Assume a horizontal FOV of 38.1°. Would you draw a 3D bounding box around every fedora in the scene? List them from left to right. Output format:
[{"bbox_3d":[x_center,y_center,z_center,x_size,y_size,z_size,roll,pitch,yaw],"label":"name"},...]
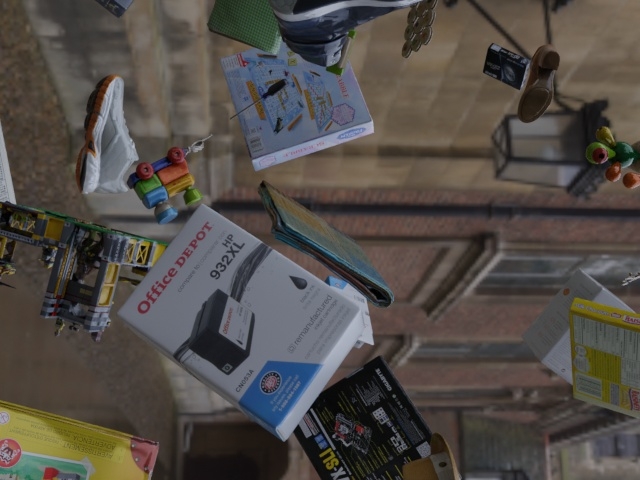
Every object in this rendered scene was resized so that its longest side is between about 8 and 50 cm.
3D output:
[{"bbox_3d":[0.168,0.392,1.420,0.194,0.079,0.195,172,-90,-86],"label":"fedora"}]

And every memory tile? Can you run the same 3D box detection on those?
[{"bbox_3d":[0.199,-0.445,1.844,0.113,0.012,0.148,-19,-121,64],"label":"memory tile"}]

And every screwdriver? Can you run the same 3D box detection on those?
[{"bbox_3d":[-0.142,-0.323,2.134,0.024,0.169,0.025,53,28,-17],"label":"screwdriver"}]

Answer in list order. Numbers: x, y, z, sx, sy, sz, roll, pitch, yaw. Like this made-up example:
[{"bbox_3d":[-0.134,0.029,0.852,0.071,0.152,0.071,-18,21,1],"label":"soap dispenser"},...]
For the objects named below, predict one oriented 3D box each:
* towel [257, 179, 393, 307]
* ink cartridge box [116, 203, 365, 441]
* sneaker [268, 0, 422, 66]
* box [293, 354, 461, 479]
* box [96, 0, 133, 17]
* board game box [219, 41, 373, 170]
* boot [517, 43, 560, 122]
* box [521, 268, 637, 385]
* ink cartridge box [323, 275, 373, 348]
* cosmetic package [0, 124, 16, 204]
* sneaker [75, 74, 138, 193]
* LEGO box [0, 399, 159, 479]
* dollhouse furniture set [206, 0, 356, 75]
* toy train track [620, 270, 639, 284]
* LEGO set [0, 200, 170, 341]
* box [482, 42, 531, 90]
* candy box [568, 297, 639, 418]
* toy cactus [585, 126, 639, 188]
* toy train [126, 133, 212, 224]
[{"bbox_3d":[0.000,0.000,1.820,0.040,0.271,0.370,-54,-164,7],"label":"towel"},{"bbox_3d":[-0.119,0.123,1.425,0.223,0.307,0.129,-54,165,-13],"label":"ink cartridge box"},{"bbox_3d":[0.049,-0.309,1.240,0.163,0.226,0.086,76,6,-73],"label":"sneaker"},{"bbox_3d":[0.111,0.449,2.001,0.322,0.257,0.079,56,-6,19],"label":"box"},{"bbox_3d":[-0.379,-0.563,1.734,0.233,0.183,0.059,-59,-163,-19],"label":"box"},{"bbox_3d":[-0.063,-0.369,2.356,0.066,0.317,0.319,75,-3,-67],"label":"board game box"},{"bbox_3d":[0.549,-0.399,2.345,0.152,0.072,0.197,-81,-167,-72],"label":"boot"},{"bbox_3d":[0.465,0.156,1.671,0.170,0.091,0.130,-52,-169,9],"label":"box"},{"bbox_3d":[0.055,0.176,2.118,0.060,0.104,0.180,-51,-151,32],"label":"ink cartridge box"},{"bbox_3d":[-0.687,-0.175,1.731,0.129,0.153,0.296,22,-55,36],"label":"cosmetic package"},{"bbox_3d":[-0.445,-0.223,1.995,0.099,0.121,0.263,35,-66,57],"label":"sneaker"},{"bbox_3d":[-0.584,0.486,1.649,0.193,0.500,0.373,-22,-129,57],"label":"LEGO box"},{"bbox_3d":[-0.070,-0.460,1.810,0.151,0.301,0.198,-67,176,-78],"label":"dollhouse furniture set"},{"bbox_3d":[0.619,0.073,1.843,0.083,0.048,0.014,116,-33,-71],"label":"toy train track"},{"bbox_3d":[-0.431,0.061,1.590,0.255,0.331,0.192,18,87,-81],"label":"LEGO set"},{"bbox_3d":[0.353,-0.330,1.757,0.018,0.083,0.067,-49,160,-28],"label":"box"},{"bbox_3d":[0.360,0.149,1.133,0.027,0.105,0.206,-60,150,-30],"label":"candy box"},{"bbox_3d":[0.461,-0.125,1.282,0.180,0.218,0.112,-125,-154,-84],"label":"toy cactus"},{"bbox_3d":[-0.328,-0.150,2.237,0.143,0.248,0.105,58,-25,3],"label":"toy train"}]
